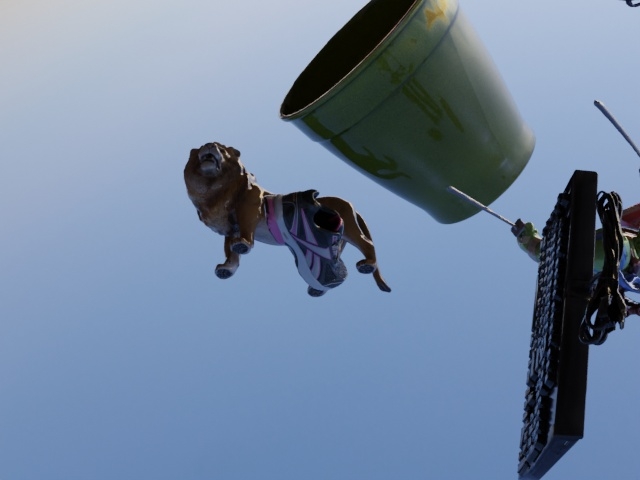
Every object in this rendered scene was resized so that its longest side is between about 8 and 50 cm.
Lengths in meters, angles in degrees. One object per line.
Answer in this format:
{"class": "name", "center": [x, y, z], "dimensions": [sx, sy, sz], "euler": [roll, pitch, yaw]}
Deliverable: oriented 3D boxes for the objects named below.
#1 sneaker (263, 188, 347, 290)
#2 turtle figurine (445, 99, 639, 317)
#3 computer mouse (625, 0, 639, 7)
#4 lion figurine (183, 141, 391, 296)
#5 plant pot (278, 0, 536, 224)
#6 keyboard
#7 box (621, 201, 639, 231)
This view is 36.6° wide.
{"class": "sneaker", "center": [0.000, 0.000, 1.223], "dimensions": [0.077, 0.178, 0.072], "euler": [-17, -127, 19]}
{"class": "turtle figurine", "center": [0.354, -0.035, 1.219], "dimensions": [0.274, 0.266, 0.198], "euler": [43, -79, 26]}
{"class": "computer mouse", "center": [0.477, -0.430, 1.243], "dimensions": [0.188, 0.272, 0.072], "euler": [4, -142, -31]}
{"class": "lion figurine", "center": [-0.058, -0.037, 1.704], "dimensions": [0.240, 0.392, 0.142], "euler": [-87, -162, -44]}
{"class": "plant pot", "center": [0.179, -0.227, 1.690], "dimensions": [0.366, 0.353, 0.366], "euler": [-42, -162, 17]}
{"class": "keyboard", "center": [0.230, 0.054, 0.896], "dimensions": [0.201, 0.033, 0.317], "euler": [112, -5, -50]}
{"class": "box", "center": [0.666, -0.018, 1.614], "dimensions": [0.299, 0.142, 0.154], "euler": [-23, -154, -9]}
